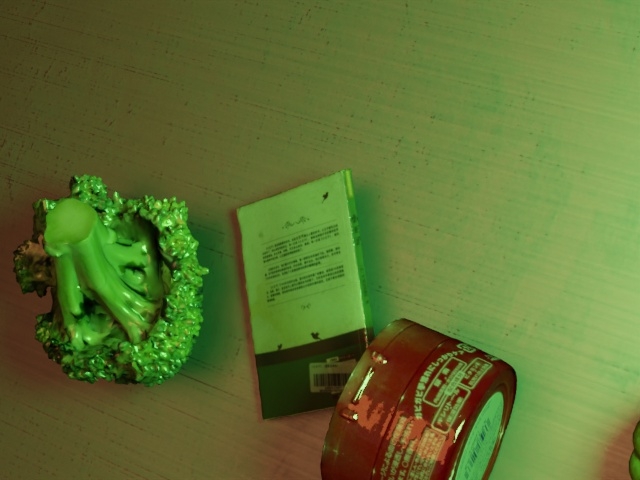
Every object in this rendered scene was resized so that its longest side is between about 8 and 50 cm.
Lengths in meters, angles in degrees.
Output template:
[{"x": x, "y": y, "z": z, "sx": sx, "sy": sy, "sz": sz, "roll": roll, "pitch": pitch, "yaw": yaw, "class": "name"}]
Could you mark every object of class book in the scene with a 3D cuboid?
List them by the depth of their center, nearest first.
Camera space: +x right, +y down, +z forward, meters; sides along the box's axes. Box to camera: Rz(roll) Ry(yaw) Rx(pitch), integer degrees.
[{"x": -0.019, "y": 0.071, "z": 1.501, "sx": 0.201, "sy": 0.026, "sz": 0.290, "roll": -17, "pitch": 75, "yaw": 42, "class": "book"}]

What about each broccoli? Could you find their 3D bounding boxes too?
[{"x": -0.270, "y": 0.044, "z": 1.552, "sx": 0.288, "sy": 0.235, "sz": 0.260, "roll": 18, "pitch": 124, "yaw": 18, "class": "broccoli"}]

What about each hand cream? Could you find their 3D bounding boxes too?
[{"x": 0.116, "y": 0.213, "z": 1.341, "sx": 0.149, "sy": 0.230, "sz": 0.230, "roll": 20, "pitch": 90, "yaw": 25, "class": "hand cream"}]

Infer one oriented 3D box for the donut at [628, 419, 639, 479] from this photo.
[{"x": 0.469, "y": 0.287, "z": 1.193, "sx": 0.360, "sy": 0.170, "sz": 0.360, "roll": -12, "pitch": 66, "yaw": 27, "class": "donut"}]
